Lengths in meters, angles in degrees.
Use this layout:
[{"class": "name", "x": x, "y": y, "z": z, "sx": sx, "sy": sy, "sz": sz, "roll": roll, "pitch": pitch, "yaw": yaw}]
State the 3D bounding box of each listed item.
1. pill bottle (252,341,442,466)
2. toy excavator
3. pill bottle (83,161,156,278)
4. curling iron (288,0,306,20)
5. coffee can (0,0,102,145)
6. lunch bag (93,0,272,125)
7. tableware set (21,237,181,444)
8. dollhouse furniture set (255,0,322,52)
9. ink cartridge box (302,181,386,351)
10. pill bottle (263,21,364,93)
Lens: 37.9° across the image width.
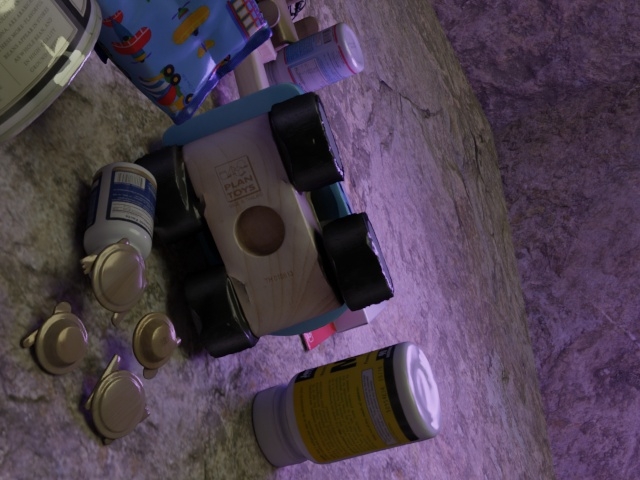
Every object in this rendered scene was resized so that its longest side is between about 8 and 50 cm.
[{"class": "pill bottle", "x": 0.031, "y": 0.204, "z": 1.132, "sx": 0.119, "sy": 0.208, "sz": 0.119, "roll": 53, "pitch": 27, "yaw": -42}, {"class": "toy excavator", "x": -0.079, "y": -0.106, "z": 1.201, "sx": 0.445, "sy": 0.222, "sz": 0.433, "roll": -64, "pitch": 133, "yaw": -82}, {"class": "pill bottle", "x": -0.200, "y": -0.014, "z": 0.931, "sx": 0.067, "sy": 0.067, "sz": 0.120, "roll": 50, "pitch": 29, "yaw": -45}, {"class": "curling iron", "x": -0.088, "y": -0.518, "z": 1.645, "sx": 0.035, "sy": 0.068, "sz": 0.274, "roll": -54, "pitch": 132, "yaw": -52}, {"class": "coffee can", "x": -0.309, "y": -0.203, "z": 0.619, "sx": 0.275, "sy": 0.201, "sz": 0.202, "roll": 54, "pitch": 26, "yaw": -40}, {"class": "lunch bag", "x": -0.219, "y": -0.275, "z": 0.889, "sx": 0.293, "sy": 0.138, "sz": 0.221, "roll": 34, "pitch": -15, "yaw": 38}, {"class": "tableware set", "x": -0.190, "y": 0.093, "z": 0.862, "sx": 0.141, "sy": 0.020, "sz": 0.169, "roll": -54, "pitch": 131, "yaw": -38}, {"class": "dollhouse furniture set", "x": -0.069, "y": -0.447, "z": 1.537, "sx": 0.242, "sy": 0.161, "sz": 0.212, "roll": 71, "pitch": 19, "yaw": 1}, {"class": "ink cartridge box", "x": 0.000, "y": 0.000, "z": 1.453, "sx": 0.296, "sy": 0.066, "sz": 0.261, "roll": 70, "pitch": 19, "yaw": -1}, {"class": "pill bottle", "x": -0.016, "y": -0.290, "z": 1.534, "sx": 0.087, "sy": 0.160, "sz": 0.087, "roll": 52, "pitch": 27, "yaw": -42}]
